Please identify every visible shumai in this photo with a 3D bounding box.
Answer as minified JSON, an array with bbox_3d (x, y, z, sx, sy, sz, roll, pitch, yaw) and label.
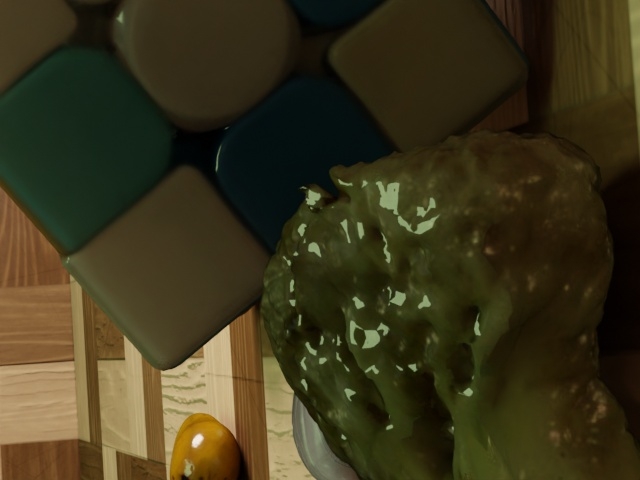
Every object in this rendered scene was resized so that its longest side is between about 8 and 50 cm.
[{"bbox_3d":[0.090,0.111,1.055,0.346,0.217,0.283,125,140,-60],"label":"shumai"}]

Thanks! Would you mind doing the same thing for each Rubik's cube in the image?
[{"bbox_3d":[-0.114,-0.170,1.245,0.346,0.347,0.344,50,180,-21],"label":"Rubik's cube"}]

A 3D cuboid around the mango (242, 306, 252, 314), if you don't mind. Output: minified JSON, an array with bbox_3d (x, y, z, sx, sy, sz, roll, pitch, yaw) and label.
[{"bbox_3d":[-0.110,0.038,1.959,0.163,0.089,0.111,177,91,-66],"label":"mango"}]

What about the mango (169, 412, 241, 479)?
[{"bbox_3d":[-0.151,0.285,2.137,0.178,0.090,0.115,-170,87,-77],"label":"mango"}]

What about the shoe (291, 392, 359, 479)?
[{"bbox_3d":[0.032,0.095,1.470,0.137,0.095,0.245,130,141,-70],"label":"shoe"}]
